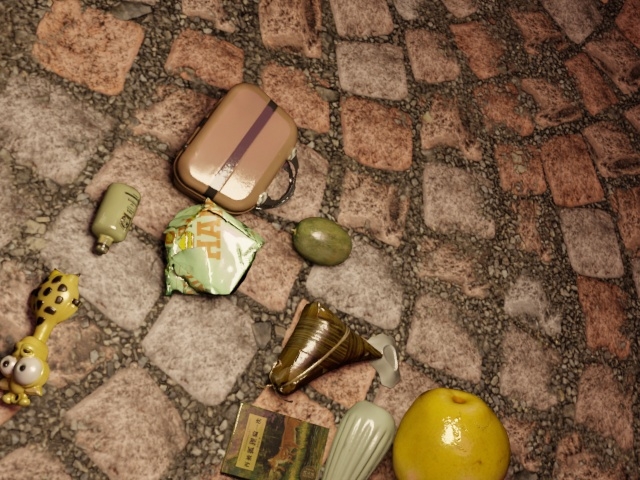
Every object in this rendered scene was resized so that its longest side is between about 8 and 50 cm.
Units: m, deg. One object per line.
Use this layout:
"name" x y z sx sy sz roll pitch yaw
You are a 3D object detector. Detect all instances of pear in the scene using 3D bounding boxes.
"pear" 0.292 0.513 1.740 0.285 0.285 0.336 25 100 -17

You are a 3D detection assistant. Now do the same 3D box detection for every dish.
"dish" 0.170 0.299 1.864 0.091 0.039 0.137 -9 76 -28

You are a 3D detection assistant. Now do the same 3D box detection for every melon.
"melon" 0.000 0.000 1.843 0.167 0.114 0.114 21 65 -19

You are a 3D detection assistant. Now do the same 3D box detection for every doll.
"doll" -0.573 0.192 1.516 0.117 0.086 0.291 8 65 20

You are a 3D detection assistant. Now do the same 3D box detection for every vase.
"vase" 0.076 0.497 1.708 0.128 0.128 0.248 34 69 -12

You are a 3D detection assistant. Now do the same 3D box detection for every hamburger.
"hamburger" -0.265 0.035 1.694 0.214 0.125 0.235 32 89 -3

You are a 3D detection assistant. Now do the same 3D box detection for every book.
"book" -0.099 0.474 1.683 0.228 0.024 0.160 22 67 -18

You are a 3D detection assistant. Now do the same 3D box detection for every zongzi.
"zongzi" 0.013 0.303 1.752 0.241 0.111 0.247 38 65 -15

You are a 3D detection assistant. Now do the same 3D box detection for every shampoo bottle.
"shampoo bottle" -0.461 -0.045 1.653 0.079 0.079 0.162 24 63 -17

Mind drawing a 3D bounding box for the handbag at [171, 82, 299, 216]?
"handbag" -0.176 -0.194 1.780 0.283 0.149 0.302 38 71 -14
